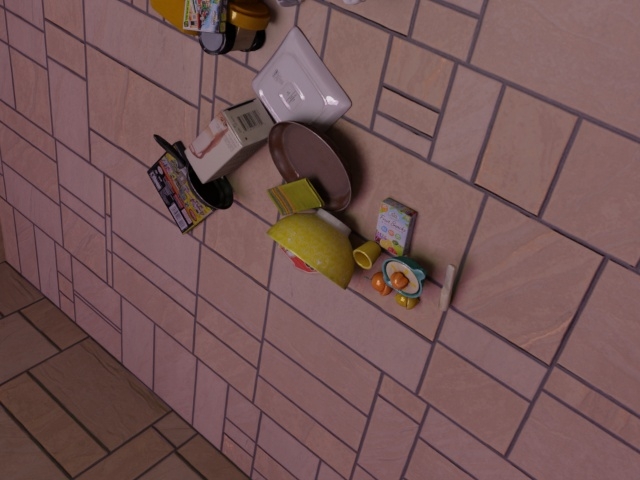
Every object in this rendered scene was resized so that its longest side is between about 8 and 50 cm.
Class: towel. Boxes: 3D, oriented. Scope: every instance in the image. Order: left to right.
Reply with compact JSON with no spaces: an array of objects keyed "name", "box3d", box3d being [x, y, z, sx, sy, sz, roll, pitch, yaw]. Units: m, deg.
[{"name":"towel","box3d":[-0.080,-0.129,2.155,0.102,0.021,0.237,54,151,-16]}]

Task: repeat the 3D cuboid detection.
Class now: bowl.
[{"name":"bowl","box3d":[0.000,0.000,2.077,0.289,0.289,0.156,34,89,25]}]

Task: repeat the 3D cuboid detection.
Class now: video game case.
[{"name":"video game case","box3d":[-0.500,-0.185,2.563,0.248,0.035,0.275,-31,89,48]}]

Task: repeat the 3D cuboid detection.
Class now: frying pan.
[{"name":"frying pan","box3d":[-0.405,-0.197,2.270,0.053,0.326,0.197,-33,55,29]}]

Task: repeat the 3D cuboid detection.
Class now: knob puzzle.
[{"name":"knob puzzle","box3d":[-0.054,0.034,2.264,0.213,0.030,0.213,21,125,34]}]

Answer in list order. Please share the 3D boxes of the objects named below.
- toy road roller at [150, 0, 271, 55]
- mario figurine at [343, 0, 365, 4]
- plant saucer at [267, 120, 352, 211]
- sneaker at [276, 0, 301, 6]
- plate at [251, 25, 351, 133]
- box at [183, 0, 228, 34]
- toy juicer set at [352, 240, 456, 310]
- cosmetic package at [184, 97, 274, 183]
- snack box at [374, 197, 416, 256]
[{"name":"toy road roller","box3d":[-0.283,-0.679,1.967,0.329,0.202,0.241,37,121,16]},{"name":"mario figurine","box3d":[0.136,-0.645,1.603,0.320,0.170,0.198,13,119,41]},{"name":"plant saucer","box3d":[-0.021,-0.219,2.026,0.310,0.050,0.311,35,150,23]},{"name":"sneaker","box3d":[-0.070,-0.742,1.819,0.115,0.105,0.281,-117,29,-44]},{"name":"plate","box3d":[-0.073,-0.414,2.021,0.278,0.045,0.277,56,138,5]},{"name":"box","box3d":[-0.293,-0.650,1.851,0.114,0.036,0.207,12,103,21]},{"name":"toy juicer set","box3d":[0.239,0.128,1.962,0.329,0.089,0.209,16,137,42]},{"name":"cosmetic package","box3d":[-0.280,-0.303,2.183,0.296,0.153,0.129,-31,90,52]},{"name":"snack box","box3d":[0.206,-0.035,1.971,0.100,0.037,0.141,30,131,27]}]
